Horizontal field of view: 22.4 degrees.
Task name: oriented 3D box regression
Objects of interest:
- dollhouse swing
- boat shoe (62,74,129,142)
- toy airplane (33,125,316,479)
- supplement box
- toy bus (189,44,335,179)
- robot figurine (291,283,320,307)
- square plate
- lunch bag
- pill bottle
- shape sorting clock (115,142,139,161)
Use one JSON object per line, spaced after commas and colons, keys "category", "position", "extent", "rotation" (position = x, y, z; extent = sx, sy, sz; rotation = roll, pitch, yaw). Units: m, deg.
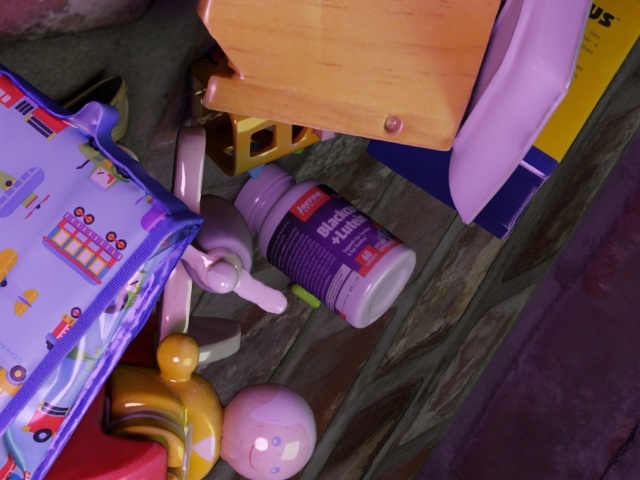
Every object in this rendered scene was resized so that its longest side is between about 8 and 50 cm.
{"category": "dollhouse swing", "position": [0.038, -0.301, 1.395], "extent": [0.315, 0.305, 0.347], "rotation": [8, 111, -22]}
{"category": "boat shoe", "position": [-0.211, -0.086, 1.322], "extent": [0.153, 0.056, 0.048], "rotation": [-38, 148, -43]}
{"category": "toy airplane", "position": [-0.130, 0.145, 1.435], "extent": [0.386, 0.272, 0.384], "rotation": [78, 26, -62]}
{"category": "supplement box", "position": [0.236, -0.216, 1.821], "extent": [0.356, 0.195, 0.194], "rotation": [-56, 176, -20]}
{"category": "toy bus", "position": [-0.025, -0.137, 1.532], "extent": [0.202, 0.104, 0.191], "rotation": [-51, 144, 13]}
{"category": "robot figurine", "position": [0.012, 0.043, 2.097], "extent": [0.101, 0.067, 0.115], "rotation": [-54, 163, 7]}
{"category": "square plate", "position": [0.180, -0.220, 1.354], "extent": [0.347, 0.049, 0.344], "rotation": [116, -11, -72]}
{"category": "lunch bag", "position": [-0.242, 0.017, 1.161], "extent": [0.293, 0.221, 0.138], "rotation": [-54, 163, 6]}
{"category": "pill bottle", "position": [0.000, 0.000, 1.778], "extent": [0.108, 0.193, 0.108], "rotation": [-46, 161, -21]}
{"category": "shape sorting clock", "position": [-0.231, 0.002, 1.459], "extent": [0.206, 0.040, 0.206], "rotation": [-46, 162, -20]}
